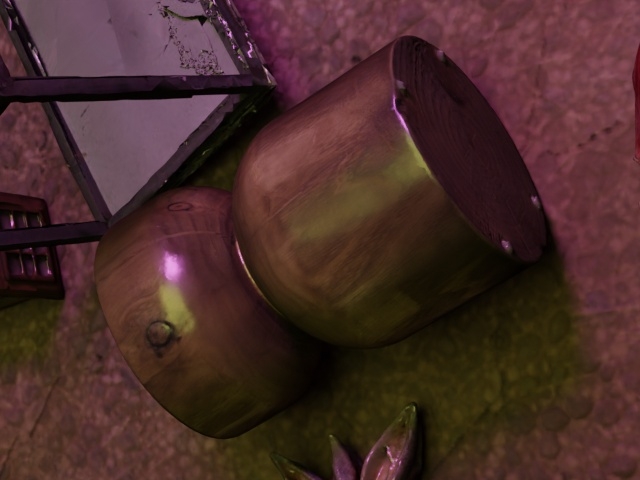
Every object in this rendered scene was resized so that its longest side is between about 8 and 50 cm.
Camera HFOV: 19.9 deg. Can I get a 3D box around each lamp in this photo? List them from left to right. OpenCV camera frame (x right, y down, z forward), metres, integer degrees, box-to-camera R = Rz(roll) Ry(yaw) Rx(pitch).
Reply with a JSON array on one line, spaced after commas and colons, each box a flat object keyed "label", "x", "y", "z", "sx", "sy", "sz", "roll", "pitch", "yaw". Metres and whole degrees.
[{"label": "lamp", "x": -0.369, "y": 0.046, "z": 1.509, "sx": 0.325, "sy": 0.090, "sz": 0.089, "roll": -17, "pitch": 78, "yaw": 26}]

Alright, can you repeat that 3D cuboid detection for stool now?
[{"label": "stool", "x": 0.000, "y": 0.000, "z": 1.256, "sx": 0.264, "sy": 0.179, "sz": 0.179, "roll": -32, "pitch": 73, "yaw": 23}]

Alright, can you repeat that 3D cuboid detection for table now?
[{"label": "table", "x": -0.255, "y": -0.183, "z": 1.327, "sx": 0.222, "sy": 0.272, "sz": 0.335, "roll": -41, "pitch": 68, "yaw": 37}]

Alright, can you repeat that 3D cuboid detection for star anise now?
[{"label": "star anise", "x": 0.033, "y": 0.206, "z": 1.289, "sx": 0.182, "sy": 0.065, "sz": 0.195, "roll": 20, "pitch": 86, "yaw": 26}]

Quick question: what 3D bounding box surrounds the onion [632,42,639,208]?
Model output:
[{"label": "onion", "x": 0.293, "y": -0.115, "z": 1.136, "sx": 0.283, "sy": 0.120, "sz": 0.227, "roll": -44, "pitch": 64, "yaw": 20}]
